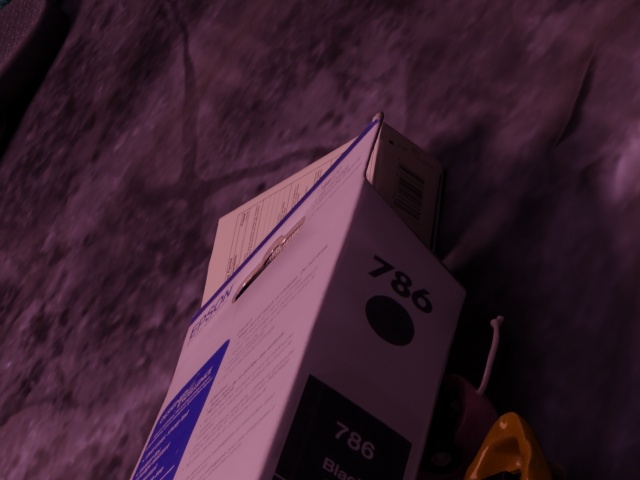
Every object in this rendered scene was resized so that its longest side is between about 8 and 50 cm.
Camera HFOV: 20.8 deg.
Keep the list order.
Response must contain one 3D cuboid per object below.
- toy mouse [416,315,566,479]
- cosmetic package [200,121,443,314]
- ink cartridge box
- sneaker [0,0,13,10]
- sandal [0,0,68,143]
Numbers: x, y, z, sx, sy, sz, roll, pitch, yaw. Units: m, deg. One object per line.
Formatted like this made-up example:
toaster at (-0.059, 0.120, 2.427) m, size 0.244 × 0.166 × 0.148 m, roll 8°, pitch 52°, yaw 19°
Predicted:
toy mouse at (0.039, 0.107, 0.635) m, size 0.143 × 0.031 × 0.161 m, roll -36°, pitch 31°, yaw 43°
cosmetic package at (0.000, 0.000, 0.793) m, size 0.115 × 0.041 × 0.060 m, roll -28°, pitch 40°, yaw 41°
ink cartridge box at (-0.031, 0.107, 0.636) m, size 0.165 × 0.065 × 0.333 m, roll -47°, pitch 15°, yaw 39°
sneaker at (-0.269, -0.268, 1.398) m, size 0.178 × 0.124 × 0.295 m, roll -34°, pitch 35°, yaw 20°
sandal at (-0.260, -0.067, 1.255) m, size 0.254 × 0.054 × 0.097 m, roll -52°, pitch 35°, yaw -13°
